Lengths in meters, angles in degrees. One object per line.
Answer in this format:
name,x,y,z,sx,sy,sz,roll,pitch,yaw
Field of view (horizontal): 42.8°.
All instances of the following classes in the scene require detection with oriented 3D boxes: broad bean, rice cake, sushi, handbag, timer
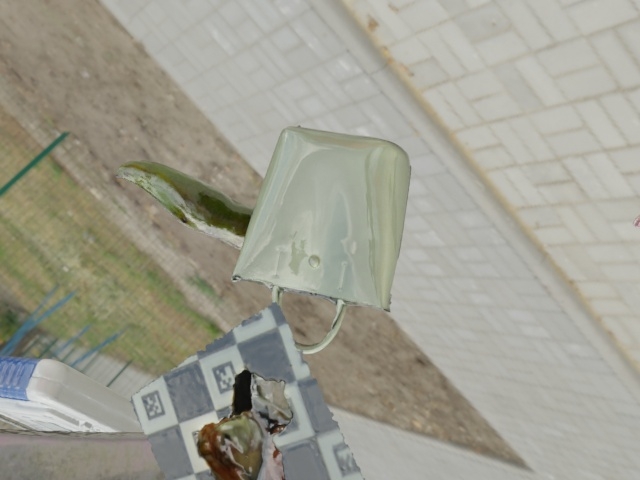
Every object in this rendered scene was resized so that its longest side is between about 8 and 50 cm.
broad bean,-0.155,-0.039,1.273,0.339,0.077,0.061,24,171,-24
rice cake,-0.239,0.247,0.916,0.364,0.073,0.056,9,174,-34
sushi,-0.022,0.152,0.482,0.139,0.031,0.201,-34,76,28
handbag,0.000,0.000,1.156,0.241,0.316,0.109,11,166,20
timer,-0.357,0.242,1.161,0.178,0.078,0.253,-1,150,34

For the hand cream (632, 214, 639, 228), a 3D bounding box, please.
hand cream,0.516,-0.077,0.959,0.124,0.078,0.341,15,149,-9
